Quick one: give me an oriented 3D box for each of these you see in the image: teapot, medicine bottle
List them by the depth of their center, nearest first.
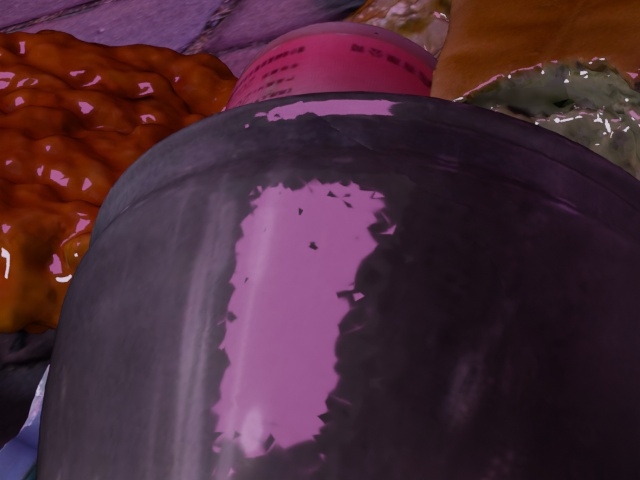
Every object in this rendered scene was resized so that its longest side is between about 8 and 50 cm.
[{"bbox_3d":[0.050,0.123,0.514,0.239,0.322,0.239,122,165,-50],"label":"teapot"},{"bbox_3d":[0.000,0.000,0.795,0.147,0.147,0.247,-17,32,21],"label":"medicine bottle"}]

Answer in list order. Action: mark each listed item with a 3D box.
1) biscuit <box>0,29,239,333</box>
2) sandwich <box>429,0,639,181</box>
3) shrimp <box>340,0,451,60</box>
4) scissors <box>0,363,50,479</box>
[{"bbox_3d":[-0.185,-0.038,0.974,0.318,0.110,0.312,6,27,-9],"label":"biscuit"},{"bbox_3d":[0.184,-0.062,0.726,0.227,0.155,0.198,-16,30,22],"label":"sandwich"},{"bbox_3d":[0.129,-0.114,0.962,0.445,0.085,0.272,-1,42,48],"label":"shrimp"},{"bbox_3d":[-0.125,0.080,0.774,0.256,0.030,0.125,-63,-3,-32],"label":"scissors"}]
